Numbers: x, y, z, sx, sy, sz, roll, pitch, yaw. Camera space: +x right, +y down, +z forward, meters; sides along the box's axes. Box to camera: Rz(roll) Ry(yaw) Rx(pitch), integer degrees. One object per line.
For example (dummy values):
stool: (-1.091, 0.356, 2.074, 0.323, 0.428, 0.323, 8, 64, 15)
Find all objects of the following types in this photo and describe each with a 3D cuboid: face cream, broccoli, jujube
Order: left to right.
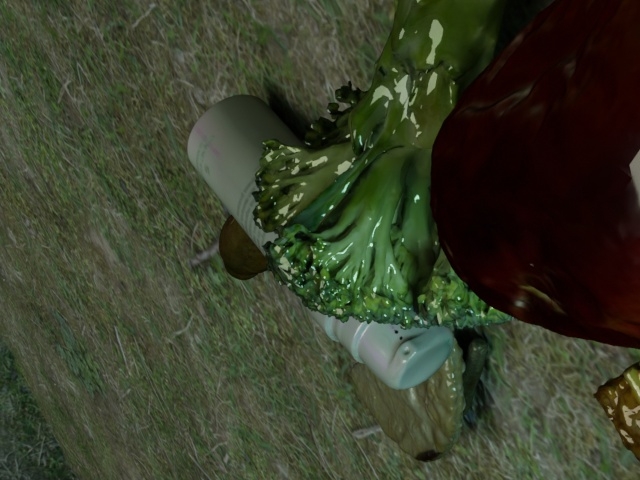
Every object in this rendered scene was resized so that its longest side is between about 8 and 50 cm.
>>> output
face cream: (0.000, 0.000, 1.155, 0.345, 0.102, 0.102, 50, 153, 33)
broccoli: (0.082, -0.086, 0.881, 0.361, 0.221, 0.252, 112, 159, -58)
jujube: (0.187, -0.045, 0.661, 0.318, 0.223, 0.223, -17, 101, 60)

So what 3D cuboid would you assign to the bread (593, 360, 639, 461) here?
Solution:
bread: (0.314, 0.159, 0.780, 0.275, 0.114, 0.185, 52, 154, 12)

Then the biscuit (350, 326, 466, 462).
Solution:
biscuit: (0.092, 0.147, 1.220, 0.133, 0.032, 0.250, 68, 158, 14)

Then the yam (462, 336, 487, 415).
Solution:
yam: (0.137, 0.126, 1.167, 0.021, 0.021, 0.116, 45, 151, 28)

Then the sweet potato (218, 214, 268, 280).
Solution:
sweet potato: (-0.074, 0.007, 1.366, 0.077, 0.077, 0.244, 57, 153, 6)
